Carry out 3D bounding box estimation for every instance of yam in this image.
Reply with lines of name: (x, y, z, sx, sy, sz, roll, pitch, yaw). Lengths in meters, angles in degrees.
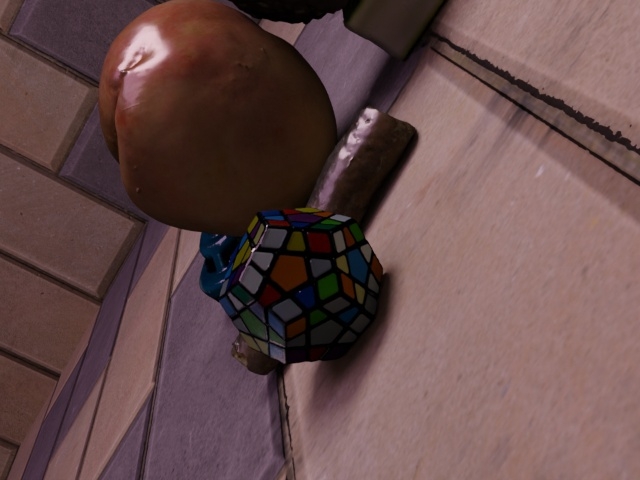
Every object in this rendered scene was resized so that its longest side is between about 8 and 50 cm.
yam: (0.000, 0.000, 0.850, 0.274, 0.061, 0.061, -61, 14, 5)

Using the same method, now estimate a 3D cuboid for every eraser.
eraser: (0.126, -0.361, 1.023, 0.274, 0.092, 0.210, -57, 16, 23)

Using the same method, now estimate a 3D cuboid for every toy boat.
toy boat: (-0.110, -0.055, 1.209, 0.134, 0.092, 0.299, -29, 31, 34)

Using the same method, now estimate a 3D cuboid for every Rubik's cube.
Rubik's cube: (-0.015, 0.035, 0.721, 0.112, 0.133, 0.133, -17, 38, 29)

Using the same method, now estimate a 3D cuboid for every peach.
peach: (-0.121, -0.143, 1.035, 0.247, 0.292, 0.292, -34, 20, 8)

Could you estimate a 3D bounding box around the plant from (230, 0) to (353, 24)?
plant: (-0.029, -0.334, 0.968, 0.234, 0.204, 0.178, 149, 135, -82)
